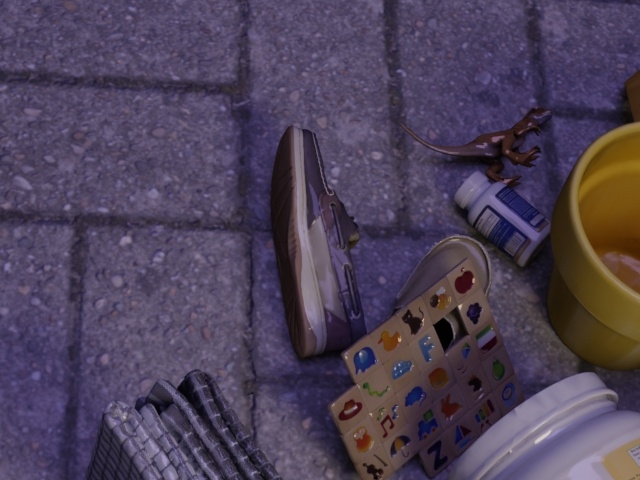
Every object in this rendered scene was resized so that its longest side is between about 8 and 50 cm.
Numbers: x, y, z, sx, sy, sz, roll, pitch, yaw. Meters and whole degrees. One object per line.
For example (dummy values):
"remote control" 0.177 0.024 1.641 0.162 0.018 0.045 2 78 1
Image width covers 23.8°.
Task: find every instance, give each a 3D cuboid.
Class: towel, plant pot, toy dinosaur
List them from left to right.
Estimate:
"towel" -0.112 0.288 1.515 0.121 0.235 0.283 -28 70 -28
"toy dinosaur" 0.211 -0.115 1.919 0.211 0.064 0.112 -15 46 -29
"plant pot" 0.371 0.029 1.752 0.254 0.239 0.254 5 60 -9

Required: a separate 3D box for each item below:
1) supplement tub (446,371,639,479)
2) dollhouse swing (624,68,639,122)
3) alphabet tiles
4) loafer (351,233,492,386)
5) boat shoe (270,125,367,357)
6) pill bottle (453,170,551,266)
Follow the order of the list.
"supplement tub" 0.305 0.326 1.561 0.241 0.241 0.331 -25 63 -23
"dollhouse swing" 0.603 -0.137 1.909 0.315 0.305 0.347 47 21 -15
"alphabet tiles" 0.116 0.163 1.683 0.237 0.009 0.198 -35 116 -26
"loafer" 0.130 0.093 1.754 0.102 0.092 0.268 29 60 4
"boat shoe" 0.000 0.000 1.783 0.092 0.103 0.285 1 64 -16
"pill bottle" 0.223 -0.029 1.857 0.120 0.067 0.067 41 61 13
